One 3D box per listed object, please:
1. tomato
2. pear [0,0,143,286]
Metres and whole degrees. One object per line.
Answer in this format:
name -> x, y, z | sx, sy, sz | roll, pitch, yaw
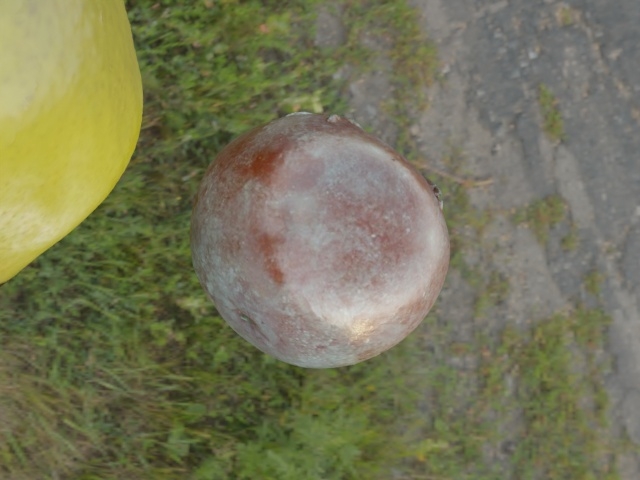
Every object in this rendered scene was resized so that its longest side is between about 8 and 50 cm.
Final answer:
tomato -> 0.000, 0.000, 1.320 | 0.282, 0.317, 0.316 | -50, 115, -23
pear -> -0.230, -0.156, 0.578 | 0.386, 0.191, 0.340 | 36, 35, -42
